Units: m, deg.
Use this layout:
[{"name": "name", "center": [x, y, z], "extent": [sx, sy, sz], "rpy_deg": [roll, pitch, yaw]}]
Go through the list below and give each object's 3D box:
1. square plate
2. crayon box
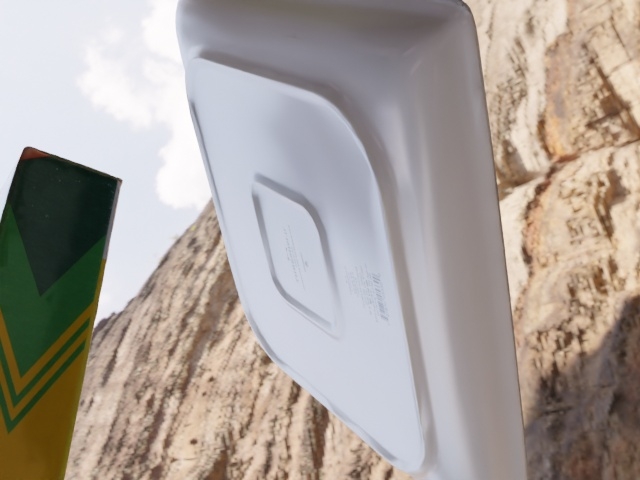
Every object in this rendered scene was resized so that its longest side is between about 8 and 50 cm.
[{"name": "square plate", "center": [0.000, 0.000, 0.594], "extent": [0.049, 0.344, 0.347], "rpy_deg": [-24, -62, -23]}, {"name": "crayon box", "center": [-0.234, 0.117, 0.608], "extent": [0.081, 0.202, 0.318], "rpy_deg": [21, -130, -26]}]
